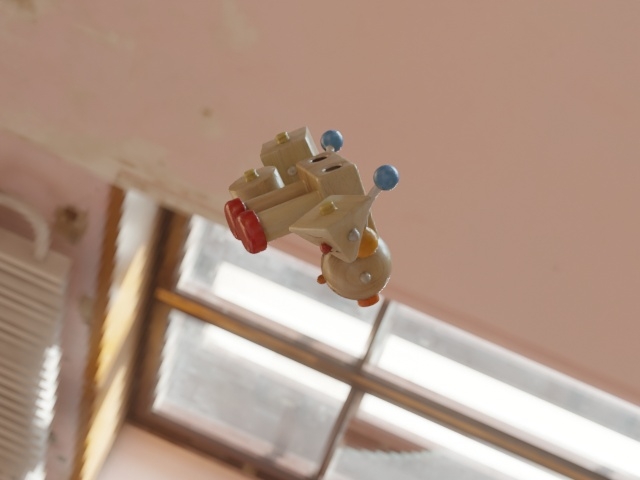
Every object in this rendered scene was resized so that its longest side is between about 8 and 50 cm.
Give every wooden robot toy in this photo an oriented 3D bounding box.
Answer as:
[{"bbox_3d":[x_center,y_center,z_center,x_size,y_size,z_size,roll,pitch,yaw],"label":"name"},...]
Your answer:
[{"bbox_3d":[0.000,0.000,0.743,0.076,0.079,0.173,-27,-161,-7],"label":"wooden robot toy"}]
